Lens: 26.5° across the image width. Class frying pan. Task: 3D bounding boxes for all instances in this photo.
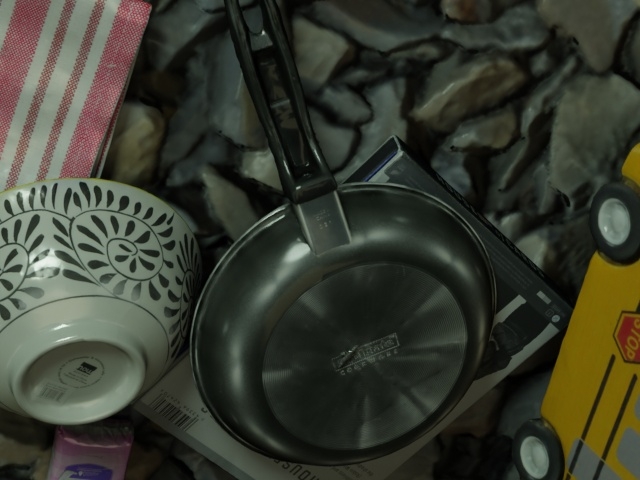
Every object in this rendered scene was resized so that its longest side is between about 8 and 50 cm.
[{"bbox_3d":[0.028,0.002,0.794,0.197,0.053,0.326,-1,117,-19],"label":"frying pan"}]

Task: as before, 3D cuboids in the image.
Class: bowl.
[{"bbox_3d":[-0.144,0.053,0.783,0.170,0.080,0.170,-10,134,-11],"label":"bowl"}]

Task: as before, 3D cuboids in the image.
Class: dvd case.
[{"bbox_3d":[0.021,0.070,0.875,0.238,0.030,0.179,-42,118,14],"label":"dvd case"}]

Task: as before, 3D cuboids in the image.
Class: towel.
[{"bbox_3d":[-0.204,-0.093,0.741,0.197,0.029,0.144,14,115,-17],"label":"towel"}]

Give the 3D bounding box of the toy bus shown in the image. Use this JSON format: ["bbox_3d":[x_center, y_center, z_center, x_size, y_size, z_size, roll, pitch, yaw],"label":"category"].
[{"bbox_3d":[0.216,0.103,0.855,0.108,0.130,0.333,-5,123,-31],"label":"toy bus"}]

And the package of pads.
[{"bbox_3d":[-0.153,0.153,0.889,0.050,0.032,0.083,10,117,-12],"label":"package of pads"}]
